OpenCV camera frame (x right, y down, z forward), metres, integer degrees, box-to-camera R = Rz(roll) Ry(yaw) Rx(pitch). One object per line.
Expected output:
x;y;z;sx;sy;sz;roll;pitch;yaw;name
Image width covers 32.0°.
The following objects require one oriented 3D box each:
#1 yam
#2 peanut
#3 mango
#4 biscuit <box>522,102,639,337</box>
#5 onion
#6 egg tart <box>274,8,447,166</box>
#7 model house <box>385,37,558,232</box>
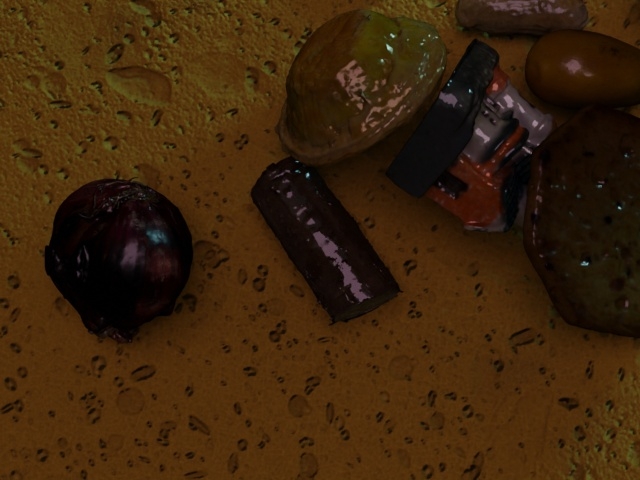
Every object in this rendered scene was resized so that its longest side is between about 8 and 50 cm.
0.001;-0.001;1.744;0.131;0.131;0.279;-34;78;-3;yam
0.327;-0.371;1.809;0.214;0.099;0.099;-1;79;9;peanut
0.426;-0.266;1.750;0.221;0.151;0.120;1;116;-21;mango
0.439;-0.029;1.672;0.359;0.046;0.359;4;83;-31;biscuit
-0.295;0.024;1.694;0.221;0.281;0.280;4;77;-29;onion
0.041;-0.252;1.703;0.319;0.319;0.128;-45;120;-5;egg tart
0.278;-0.125;1.683;0.301;0.271;0.190;39;120;-2;model house
